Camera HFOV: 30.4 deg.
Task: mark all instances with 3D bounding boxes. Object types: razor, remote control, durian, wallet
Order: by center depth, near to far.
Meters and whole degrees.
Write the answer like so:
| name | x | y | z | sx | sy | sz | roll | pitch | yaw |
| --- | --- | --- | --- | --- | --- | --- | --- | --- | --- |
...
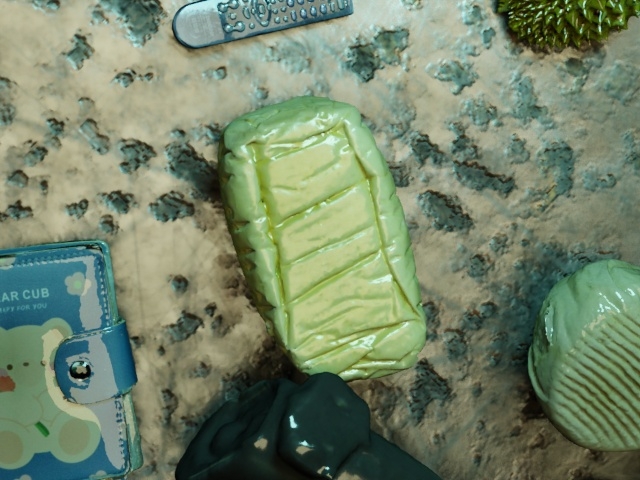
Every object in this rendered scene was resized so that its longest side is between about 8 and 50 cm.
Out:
| name | x | y | z | sx | sy | sz | roll | pitch | yaw |
| --- | --- | --- | --- | --- | --- | --- | --- | --- | --- |
| razor | 0.043 | 0.250 | 0.967 | 0.327 | 0.107 | 0.189 | 44 | 130 | -12 |
| wallet | -0.223 | 0.104 | 0.969 | 0.141 | 0.059 | 0.202 | -8 | 95 | -1 |
| durian | 0.225 | -0.267 | 0.980 | 0.147 | 0.102 | 0.208 | -2 | 92 | -2 |
| remote control | -0.049 | -0.193 | 0.983 | 0.153 | 0.027 | 0.043 | -15 | 91 | -8 |

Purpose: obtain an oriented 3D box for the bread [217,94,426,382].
| name | x | y | z | sx | sy | sz | roll | pitch | yaw |
| --- | --- | --- | --- | --- | --- | --- | --- | --- | --- |
| bread | 0.000 | 0.000 | 0.966 | 0.140 | 0.106 | 0.236 | -18 | 98 | -7 |

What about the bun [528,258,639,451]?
| name | x | y | z | sx | sy | sz | roll | pitch | yaw |
| --- | --- | --- | --- | --- | --- | --- | --- | --- | --- |
| bun | 0.252 | 0.089 | 1.008 | 0.167 | 0.113 | 0.173 | -16 | 121 | -2 |
